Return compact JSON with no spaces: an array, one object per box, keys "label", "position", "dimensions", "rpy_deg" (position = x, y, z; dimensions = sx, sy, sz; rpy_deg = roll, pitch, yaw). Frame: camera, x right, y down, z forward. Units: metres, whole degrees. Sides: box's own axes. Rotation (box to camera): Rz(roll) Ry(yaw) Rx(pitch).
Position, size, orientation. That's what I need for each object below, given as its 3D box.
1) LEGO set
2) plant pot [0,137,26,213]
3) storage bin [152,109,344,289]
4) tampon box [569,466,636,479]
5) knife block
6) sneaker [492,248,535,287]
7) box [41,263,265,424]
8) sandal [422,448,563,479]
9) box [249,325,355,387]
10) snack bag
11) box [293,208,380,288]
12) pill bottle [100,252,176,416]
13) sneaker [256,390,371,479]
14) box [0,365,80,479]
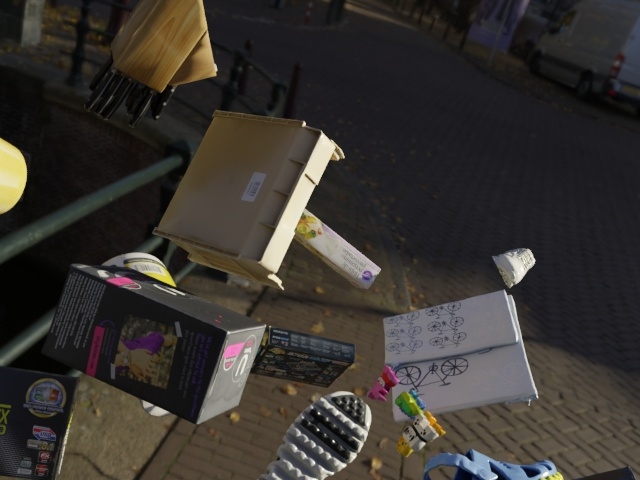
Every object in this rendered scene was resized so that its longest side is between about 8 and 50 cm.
[{"label":"LEGO set","position":[0.163,0.352,1.327],"dimensions":[0.087,0.093,0.227],"rpy_deg":[40,5,-25]},{"label":"plant pot","position":[-0.763,-0.154,1.428],"dimensions":[0.254,0.254,0.239],"rpy_deg":[32,6,24]},{"label":"storage bin","position":[-0.121,-0.078,1.206],"dimensions":[0.260,0.262,0.123],"rpy_deg":[15,-17,37]},{"label":"tampon box","position":[0.462,0.462,1.082],"dimensions":[0.120,0.161,0.101],"rpy_deg":[-20,19,13]},{"label":"knife block","position":[-0.312,-0.337,1.189],"dimensions":[0.242,0.276,0.088],"rpy_deg":[-15,46,-11]},{"label":"sneaker","position":[0.508,0.059,1.790],"dimensions":[0.090,0.094,0.235],"rpy_deg":[66,16,-2]},{"label":"box","position":[-0.246,0.146,1.037],"dimensions":[0.270,0.143,0.165],"rpy_deg":[21,2,14]},{"label":"sandal","position":[0.287,0.405,1.152],"dimensions":[0.317,0.126,0.138],"rpy_deg":[6,37,-43]},{"label":"box","position":[-0.049,0.286,1.660],"dimensions":[0.220,0.175,0.051],"rpy_deg":[14,53,-16]},{"label":"snack bag","position":[0.300,0.259,1.565],"dimensions":[0.322,0.037,0.343],"rpy_deg":[-14,33,14]},{"label":"box","position":[0.000,0.000,1.648],"dimensions":[0.324,0.063,0.067],"rpy_deg":[38,-12,-18]},{"label":"pill bottle","position":[-0.355,0.193,1.427],"dimensions":[0.187,0.188,0.334],"rpy_deg":[0,36,-36]},{"label":"sneaker","position":[-0.033,0.356,1.076],"dimensions":[0.110,0.118,0.292],"rpy_deg":[42,62,8]},{"label":"box","position":[-0.665,0.375,1.442],"dimensions":[0.269,0.216,0.060],"rpy_deg":[11,-11,-10]}]
